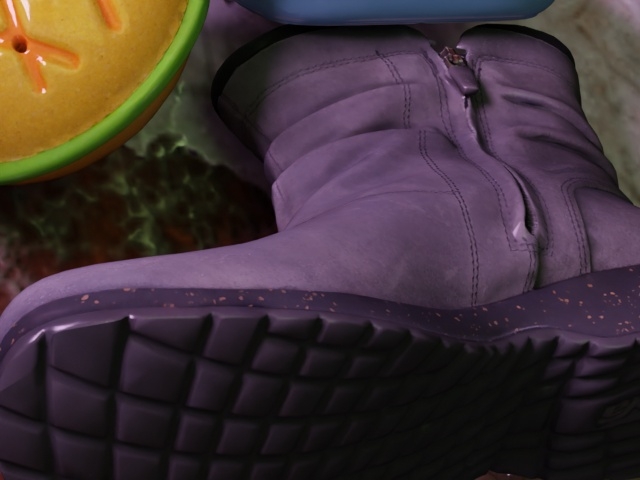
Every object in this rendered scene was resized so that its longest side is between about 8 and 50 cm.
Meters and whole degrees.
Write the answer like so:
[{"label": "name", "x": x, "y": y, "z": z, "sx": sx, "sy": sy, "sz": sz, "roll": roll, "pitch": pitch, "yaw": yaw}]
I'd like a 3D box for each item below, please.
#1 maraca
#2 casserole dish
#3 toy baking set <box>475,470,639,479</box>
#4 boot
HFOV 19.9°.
[{"label": "maraca", "x": -0.097, "y": -0.098, "z": 0.724, "sx": 0.127, "sy": 0.099, "sz": 0.186, "roll": 35, "pitch": 75, "yaw": 28}, {"label": "casserole dish", "x": 0.027, "y": -0.124, "z": 0.811, "sx": 0.188, "sy": 0.114, "sz": 0.037, "roll": -6, "pitch": 114, "yaw": -27}, {"label": "toy baking set", "x": 0.062, "y": 0.101, "z": 0.783, "sx": 0.196, "sy": 0.030, "sz": 0.256, "roll": 10, "pitch": 64, "yaw": -17}, {"label": "boot", "x": 0.000, "y": 0.000, "z": 0.714, "sx": 0.338, "sy": 0.118, "sz": 0.223, "roll": 2, "pitch": 39, "yaw": -35}]
